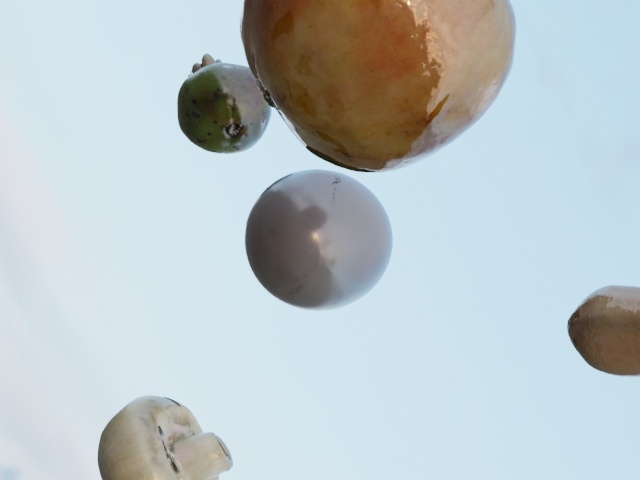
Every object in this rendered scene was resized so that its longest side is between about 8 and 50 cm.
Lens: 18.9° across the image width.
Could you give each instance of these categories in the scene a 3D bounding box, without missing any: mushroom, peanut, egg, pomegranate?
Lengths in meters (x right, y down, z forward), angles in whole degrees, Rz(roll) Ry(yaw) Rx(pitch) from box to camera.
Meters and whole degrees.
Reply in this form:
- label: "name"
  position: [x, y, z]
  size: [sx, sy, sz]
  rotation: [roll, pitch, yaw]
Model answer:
- label: "mushroom"
  position: [-0.149, 0.222, 1.898]
  size: [0.154, 0.123, 0.154]
  rotation: [-21, 90, -77]
- label: "peanut"
  position: [0.272, 0.075, 1.559]
  size: [0.152, 0.076, 0.076]
  rotation: [2, -56, 29]
- label: "egg"
  position: [0.000, 0.000, 1.992]
  size: [0.146, 0.146, 0.199]
  rotation: [62, 14, 10]
- label: "pomegranate"
  position: [-0.117, -0.167, 2.270]
  size: [0.142, 0.115, 0.114]
  rotation: [-115, -169, -47]
- label: "pomegranate"
  position: [0.068, -0.191, 1.689]
  size: [0.229, 0.270, 0.252]
  rotation: [57, 2, -1]
